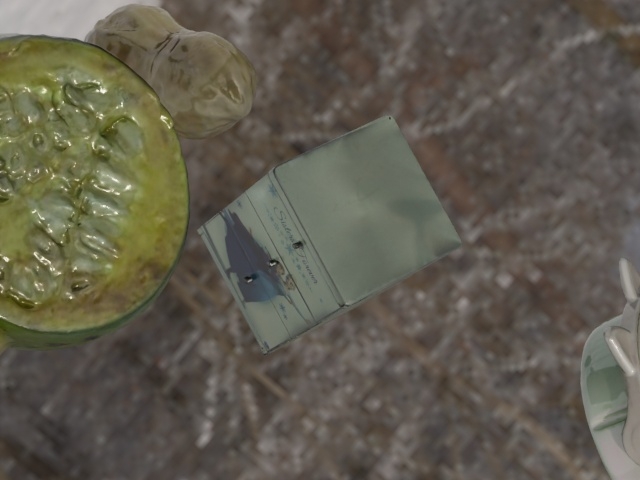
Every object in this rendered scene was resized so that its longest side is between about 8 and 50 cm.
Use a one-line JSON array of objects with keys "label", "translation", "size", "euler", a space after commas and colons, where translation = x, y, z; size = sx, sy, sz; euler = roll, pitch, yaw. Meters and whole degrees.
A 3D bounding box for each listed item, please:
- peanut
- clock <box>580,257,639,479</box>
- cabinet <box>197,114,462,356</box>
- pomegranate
[{"label": "peanut", "translation": [-0.181, -0.195, 2.311], "size": [0.149, 0.149, 0.313], "euler": [-52, -140, -12]}, {"label": "clock", "translation": [0.361, 0.177, 1.982], "size": [0.109, 0.324, 0.265], "euler": [-24, -157, 29]}, {"label": "cabinet", "translation": [0.000, 0.000, 1.911], "size": [0.150, 0.145, 0.206], "euler": [-27, 176, -30]}, {"label": "pomegranate", "translation": [-0.185, 0.003, 1.171], "size": [0.159, 0.190, 0.241], "euler": [-20, -110, 61]}]
